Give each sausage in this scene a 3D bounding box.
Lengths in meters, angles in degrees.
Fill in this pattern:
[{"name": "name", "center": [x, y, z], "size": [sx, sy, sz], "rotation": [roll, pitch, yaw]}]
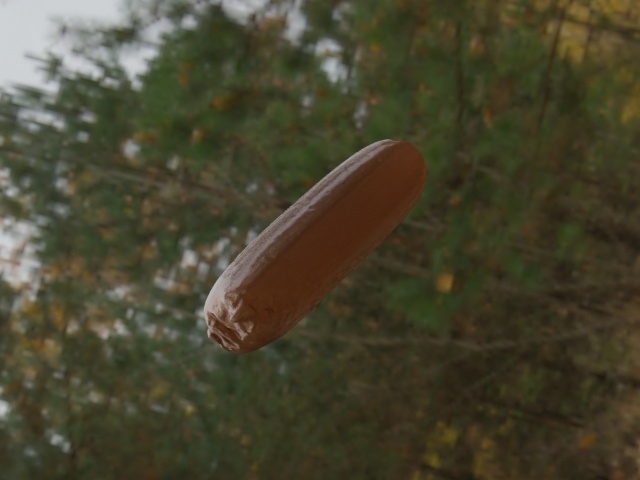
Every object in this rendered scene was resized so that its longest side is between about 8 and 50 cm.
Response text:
[{"name": "sausage", "center": [0.000, 0.000, 1.313], "size": [0.289, 0.086, 0.086], "rotation": [-41, -28, -34]}]
